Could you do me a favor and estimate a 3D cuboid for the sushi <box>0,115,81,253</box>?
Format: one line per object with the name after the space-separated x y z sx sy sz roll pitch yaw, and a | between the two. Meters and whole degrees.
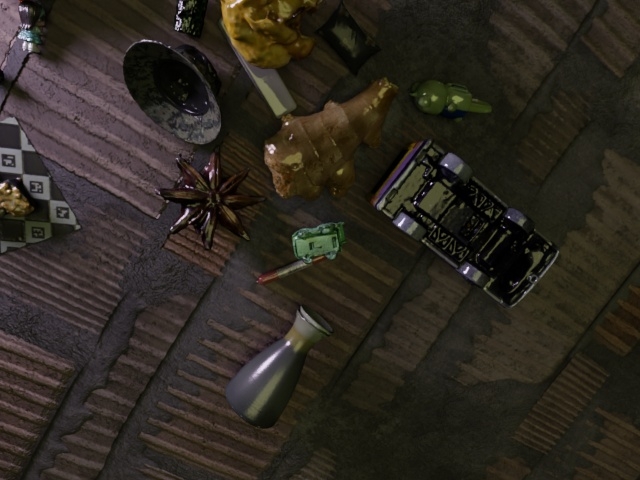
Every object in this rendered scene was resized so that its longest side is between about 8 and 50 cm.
-0.782 -0.102 0.950 0.293 0.059 0.292 -21 108 -4 | sushi

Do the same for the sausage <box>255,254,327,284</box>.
-0.075 0.076 1.126 0.223 0.029 0.030 -22 108 -3 | sausage

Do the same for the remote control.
-0.149 -0.420 0.980 0.067 0.029 0.261 -35 109 -6 | remote control

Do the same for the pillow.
0.068 -0.485 0.985 0.150 0.048 0.090 42 93 -19 | pillow

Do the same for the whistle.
0.333 -0.357 1.042 0.227 0.105 0.085 6 134 -14 | whistle

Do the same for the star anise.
-0.274 -0.099 1.022 0.271 0.102 0.272 3 84 -29 | star anise

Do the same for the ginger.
0.048 -0.229 0.996 0.375 0.166 0.236 -23 99 4 | ginger

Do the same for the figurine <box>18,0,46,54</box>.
-0.630 -0.465 0.883 0.059 0.047 0.106 26 111 22 | figurine

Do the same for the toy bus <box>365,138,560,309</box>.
0.350 -0.044 1.048 0.439 0.249 0.209 36 97 -10 | toy bus

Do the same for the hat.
-0.298 -0.354 0.911 0.265 0.265 0.128 39 61 -17 | hat

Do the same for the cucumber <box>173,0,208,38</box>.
-0.253 -0.589 0.866 0.067 0.068 0.294 18 116 -13 | cucumber

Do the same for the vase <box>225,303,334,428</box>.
-0.107 0.339 1.134 0.173 0.173 0.321 36 91 -16 | vase

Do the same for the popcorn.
-0.116 -0.481 0.863 0.253 0.191 0.190 35 85 -25 | popcorn

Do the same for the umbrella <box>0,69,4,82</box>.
-0.785 -0.401 0.872 0.188 0.046 0.050 33 78 -15 | umbrella

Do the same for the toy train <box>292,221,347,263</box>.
0.000 0.000 1.097 0.149 0.081 0.099 -11 107 0 | toy train
